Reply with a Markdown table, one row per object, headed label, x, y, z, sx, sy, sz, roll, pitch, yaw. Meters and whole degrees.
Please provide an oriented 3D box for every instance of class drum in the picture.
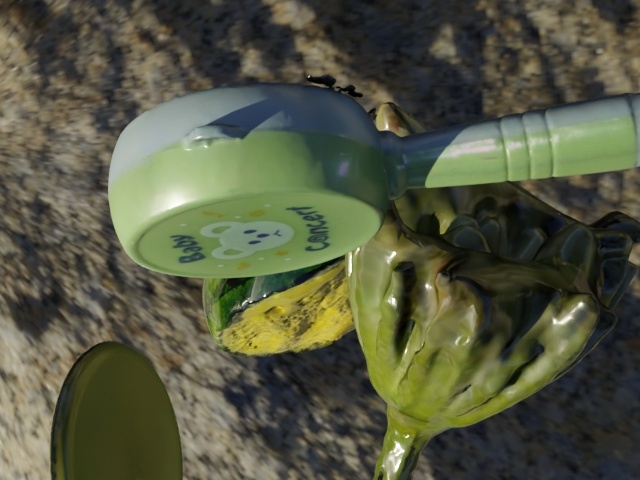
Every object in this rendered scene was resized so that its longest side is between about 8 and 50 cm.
| label | x | y | z | sx | sy | sz | roll | pitch | yaw |
| --- | --- | --- | --- | --- | --- | --- | --- | --- | --- |
| drum | 0.034 | -0.039 | 0.624 | 0.253 | 0.130 | 0.049 | -14 | 70 | 17 |

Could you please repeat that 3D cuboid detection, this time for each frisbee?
| label | x | y | z | sx | sy | sz | roll | pitch | yaw |
| --- | --- | --- | --- | --- | --- | --- | --- | --- | --- |
| frisbee | -0.188 | 0.212 | 1.473 | 0.017 | 0.236 | 0.236 | -8 | 97 | 22 |

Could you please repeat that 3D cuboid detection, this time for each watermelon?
| label | x | y | z | sx | sy | sz | roll | pitch | yaw |
| --- | --- | --- | --- | --- | --- | --- | --- | --- | --- |
| watermelon | -0.003 | 0.004 | 1.237 | 0.204 | 0.232 | 0.127 | -18 | 70 | -17 |

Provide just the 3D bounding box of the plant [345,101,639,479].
| label | x | y | z | sx | sy | sz | roll | pitch | yaw |
| --- | --- | --- | --- | --- | --- | --- | --- | --- | --- |
| plant | 0.039 | 0.083 | 0.938 | 0.180 | 0.251 | 0.333 | 42 | 112 | 17 |
